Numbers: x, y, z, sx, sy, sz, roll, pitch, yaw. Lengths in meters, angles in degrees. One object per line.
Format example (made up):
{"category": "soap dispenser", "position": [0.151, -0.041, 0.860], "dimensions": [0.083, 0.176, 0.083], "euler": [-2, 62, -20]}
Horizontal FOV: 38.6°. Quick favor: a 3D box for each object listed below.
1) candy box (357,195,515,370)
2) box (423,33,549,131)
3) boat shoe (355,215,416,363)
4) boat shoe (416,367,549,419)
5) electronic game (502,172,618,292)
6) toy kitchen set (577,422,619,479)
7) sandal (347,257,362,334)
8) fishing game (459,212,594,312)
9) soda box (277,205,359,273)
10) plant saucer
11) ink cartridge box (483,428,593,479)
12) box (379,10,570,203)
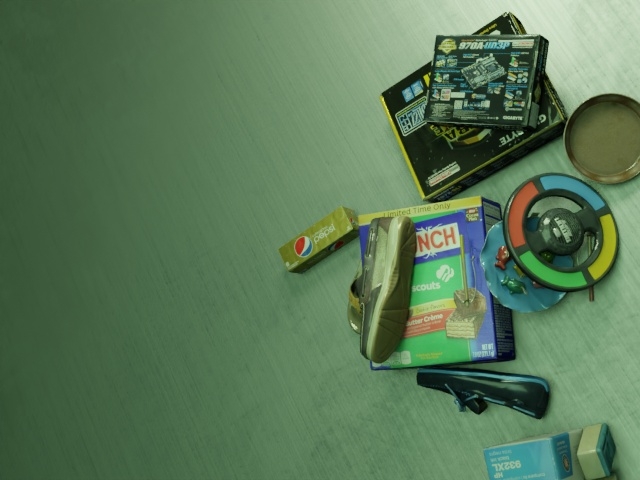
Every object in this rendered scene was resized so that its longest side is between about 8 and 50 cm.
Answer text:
{"category": "candy box", "position": [0.228, 0.089, 1.809], "dimensions": [0.268, 0.122, 0.317], "euler": [-10, 78, 27]}
{"category": "box", "position": [0.314, -0.303, 1.749], "dimensions": [0.220, 0.051, 0.175], "euler": [7, 89, 33]}
{"category": "boat shoe", "position": [0.114, 0.090, 1.749], "dimensions": [0.092, 0.103, 0.285], "euler": [6, 82, 35]}
{"category": "boat shoe", "position": [0.303, 0.294, 1.752], "dimensions": [0.258, 0.109, 0.089], "euler": [3, 88, 31]}
{"category": "electronic game", "position": [0.444, -0.017, 1.684], "dimensions": [0.229, 0.048, 0.229], "euler": [4, 74, -13]}
{"category": "toy kitchen set", "position": [0.571, 0.427, 1.605], "dimensions": [0.166, 0.122, 0.207], "euler": [-19, 95, 24]}
{"category": "sandal", "position": [0.090, 0.108, 1.921], "dimensions": [0.072, 0.049, 0.180], "euler": [9, 87, 29]}
{"category": "fishing game", "position": [0.389, 0.040, 1.700], "dimensions": [0.264, 0.041, 0.189], "euler": [2, 82, -8]}
{"category": "soda box", "position": [0.000, 0.000, 1.979], "dimensions": [0.181, 0.058, 0.061], "euler": [-34, 69, 20]}
{"category": "plant saucer", "position": [0.538, -0.190, 1.704], "dimensions": [0.168, 0.029, 0.168], "euler": [1, 95, 7]}
{"category": "ink cartridge box", "position": [0.408, 0.500, 1.599], "dimensions": [0.129, 0.223, 0.308], "euler": [-16, 76, 26]}
{"category": "box", "position": [0.304, -0.261, 1.827], "dimensions": [0.322, 0.079, 0.257], "euler": [-30, 68, 27]}
